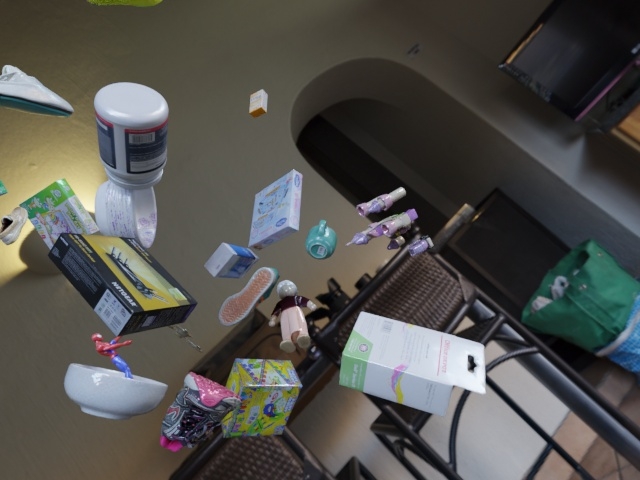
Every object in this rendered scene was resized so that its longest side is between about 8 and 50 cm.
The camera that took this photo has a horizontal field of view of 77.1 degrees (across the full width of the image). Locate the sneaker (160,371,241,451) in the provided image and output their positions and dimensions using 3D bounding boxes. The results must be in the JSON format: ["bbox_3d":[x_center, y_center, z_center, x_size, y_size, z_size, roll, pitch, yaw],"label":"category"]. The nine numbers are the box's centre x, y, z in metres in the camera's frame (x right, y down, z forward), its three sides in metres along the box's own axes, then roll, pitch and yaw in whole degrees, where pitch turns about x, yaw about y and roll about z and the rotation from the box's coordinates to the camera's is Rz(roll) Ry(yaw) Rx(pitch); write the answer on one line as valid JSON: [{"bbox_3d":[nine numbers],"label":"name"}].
[{"bbox_3d":[-0.251,0.358,0.816,0.299,0.120,0.112,-53,9,48],"label":"sneaker"}]

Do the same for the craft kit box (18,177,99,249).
[{"bbox_3d":[-1.098,-0.097,1.689,0.246,0.250,0.061,-24,14,17],"label":"craft kit box"}]

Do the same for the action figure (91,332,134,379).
[{"bbox_3d":[-0.741,0.437,1.537,0.139,0.280,0.091,-47,3,-33],"label":"action figure"}]

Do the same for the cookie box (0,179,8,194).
[{"bbox_3d":[-1.159,-0.197,1.389,0.091,0.107,0.040,-19,16,10],"label":"cookie box"}]

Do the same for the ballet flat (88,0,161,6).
[{"bbox_3d":[-0.583,-0.749,1.200,0.230,0.077,0.077,-22,-6,-31],"label":"ballet flat"}]

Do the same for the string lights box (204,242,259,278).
[{"bbox_3d":[-0.390,0.097,1.797,0.133,0.076,0.259,-49,-16,5],"label":"string lights box"}]

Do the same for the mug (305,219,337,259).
[{"bbox_3d":[-0.005,0.006,1.680,0.129,0.158,0.097,-19,29,25],"label":"mug"}]

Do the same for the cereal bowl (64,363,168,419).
[{"bbox_3d":[-0.731,0.543,1.421,0.339,0.338,0.141,96,-174,-68],"label":"cereal bowl"}]

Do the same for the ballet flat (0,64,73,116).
[{"bbox_3d":[-0.928,-0.441,1.130,0.400,0.139,0.139,-3,-40,-38],"label":"ballet flat"}]

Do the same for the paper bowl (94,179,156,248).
[{"bbox_3d":[-0.694,-0.108,1.429,0.148,0.284,0.284,-1,-25,-8],"label":"paper bowl"}]

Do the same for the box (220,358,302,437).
[{"bbox_3d":[-0.276,0.707,1.806,0.279,0.177,0.290,12,-71,-29],"label":"box"}]

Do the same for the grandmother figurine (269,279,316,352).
[{"bbox_3d":[-0.120,0.296,1.679,0.207,0.342,0.104,-11,-51,-8],"label":"grandmother figurine"}]

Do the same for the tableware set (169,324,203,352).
[{"bbox_3d":[-0.443,0.293,1.271,0.020,0.168,0.141,-51,-33,-26],"label":"tableware set"}]

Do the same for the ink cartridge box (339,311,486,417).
[{"bbox_3d":[0.249,0.335,1.088,0.207,0.353,0.119,-50,-32,-59],"label":"ink cartridge box"}]

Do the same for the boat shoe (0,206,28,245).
[{"bbox_3d":[-1.084,-0.064,1.409,0.063,0.170,0.059,-21,-40,4],"label":"boat shoe"}]

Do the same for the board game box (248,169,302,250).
[{"bbox_3d":[-0.222,-0.144,1.978,0.065,0.318,0.318,26,-35,-36],"label":"board game box"}]

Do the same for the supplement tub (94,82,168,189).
[{"bbox_3d":[-0.561,-0.307,1.205,0.191,0.191,0.272,-34,-20,-41],"label":"supplement tub"}]

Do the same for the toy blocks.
[{"bbox_3d":[0.271,-0.033,1.778,0.260,0.309,0.288,-30,4,-18],"label":"toy blocks"}]

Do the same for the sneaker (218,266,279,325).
[{"bbox_3d":[-0.273,0.227,1.600,0.302,0.108,0.121,-44,-16,9],"label":"sneaker"}]

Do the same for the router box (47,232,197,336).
[{"bbox_3d":[-0.518,0.107,1.074,0.081,0.309,0.243,-53,-17,9],"label":"router box"}]

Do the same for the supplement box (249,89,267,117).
[{"bbox_3d":[-0.247,-0.544,1.596,0.062,0.099,0.036,-17,-31,26],"label":"supplement box"}]
